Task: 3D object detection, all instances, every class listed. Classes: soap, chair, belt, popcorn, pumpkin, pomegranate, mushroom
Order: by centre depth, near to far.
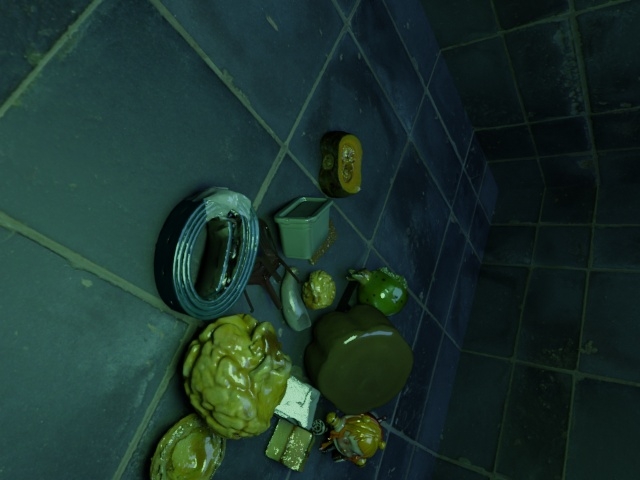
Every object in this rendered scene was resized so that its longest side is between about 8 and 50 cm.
[{"bbox_3d":[-0.372,0.039,1.417,0.300,0.173,0.437,25,72,-45],"label":"belt"},{"bbox_3d":[-0.280,0.445,1.433,0.344,0.353,0.390,98,10,-79],"label":"popcorn"},{"bbox_3d":[-0.175,0.569,1.611,0.302,0.257,0.159,49,57,-39],"label":"soap"},{"bbox_3d":[-0.235,0.087,1.634,0.175,0.183,0.326,6,42,-50],"label":"chair"},{"bbox_3d":[-0.115,0.247,1.797,0.118,0.103,0.270,-17,99,-49],"label":"mushroom"},{"bbox_3d":[-0.011,0.219,1.874,0.170,0.180,0.180,10,83,-16],"label":"popcorn"},{"bbox_3d":[0.107,-0.358,2.016,0.221,0.139,0.317,2,87,-47],"label":"pumpkin"},{"bbox_3d":[0.278,0.240,2.086,0.340,0.260,0.261,31,64,-11],"label":"pomegranate"}]

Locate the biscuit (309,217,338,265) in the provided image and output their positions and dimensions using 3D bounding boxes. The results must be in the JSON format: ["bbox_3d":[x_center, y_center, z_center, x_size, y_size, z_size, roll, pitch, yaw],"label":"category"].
[{"bbox_3d":[0.000,0.000,1.981,0.231,0.025,0.131,-48,127,-39],"label":"biscuit"}]

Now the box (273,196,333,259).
[{"bbox_3d":[-0.061,-0.054,1.751,0.312,0.175,0.183,-49,140,-63],"label":"box"}]

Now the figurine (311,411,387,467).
[{"bbox_3d":[0.146,0.888,1.951,0.320,0.323,0.196,60,33,-15],"label":"figurine"}]

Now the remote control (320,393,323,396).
[{"bbox_3d":[0.034,0.723,2.046,0.122,0.032,0.074,40,62,-43],"label":"remote control"}]

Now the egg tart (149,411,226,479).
[{"bbox_3d":[-0.439,0.699,1.406,0.288,0.118,0.288,1,89,-49],"label":"egg tart"}]

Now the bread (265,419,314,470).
[{"bbox_3d":[-0.127,0.898,1.854,0.264,0.163,0.168,89,25,-58],"label":"bread"}]

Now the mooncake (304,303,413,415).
[{"bbox_3d":[0.167,0.525,1.902,0.466,0.262,0.467,-6,109,-19],"label":"mooncake"}]

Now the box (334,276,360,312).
[{"bbox_3d":[0.177,0.345,2.186,0.211,0.058,0.350,52,52,-35],"label":"box"}]
